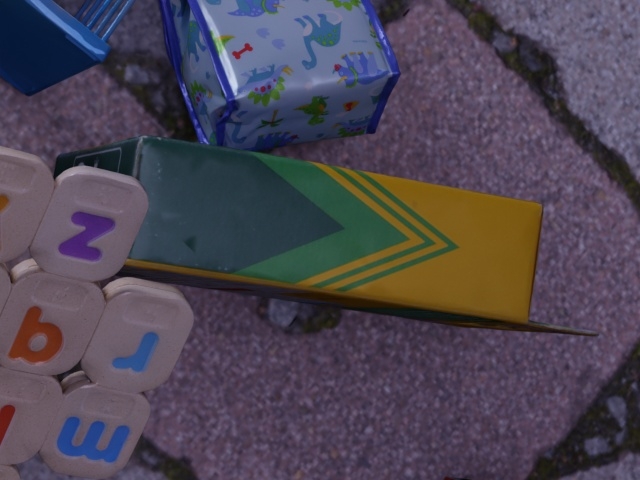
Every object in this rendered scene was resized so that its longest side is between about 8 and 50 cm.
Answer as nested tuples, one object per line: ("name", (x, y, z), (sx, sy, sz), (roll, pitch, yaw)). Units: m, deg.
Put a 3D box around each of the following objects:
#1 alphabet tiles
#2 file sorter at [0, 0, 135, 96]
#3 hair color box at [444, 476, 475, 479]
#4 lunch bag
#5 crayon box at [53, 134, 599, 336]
("alphabet tiles", (-0.223, 0.060, 1.096), (0.284, 0.021, 0.278), (13, 119, -26))
("file sorter", (-0.180, -0.176, 1.213), (0.118, 0.170, 0.104), (39, 73, -17))
("hair color box", (0.144, 0.198, 1.351), (0.072, 0.141, 0.043), (11, 85, -21))
("lunch bag", (-0.035, -0.140, 1.311), (0.128, 0.096, 0.151), (-11, 64, -22))
("crayon box", (0.000, 0.000, 1.264), (0.323, 0.203, 0.083), (10, 85, -22))
